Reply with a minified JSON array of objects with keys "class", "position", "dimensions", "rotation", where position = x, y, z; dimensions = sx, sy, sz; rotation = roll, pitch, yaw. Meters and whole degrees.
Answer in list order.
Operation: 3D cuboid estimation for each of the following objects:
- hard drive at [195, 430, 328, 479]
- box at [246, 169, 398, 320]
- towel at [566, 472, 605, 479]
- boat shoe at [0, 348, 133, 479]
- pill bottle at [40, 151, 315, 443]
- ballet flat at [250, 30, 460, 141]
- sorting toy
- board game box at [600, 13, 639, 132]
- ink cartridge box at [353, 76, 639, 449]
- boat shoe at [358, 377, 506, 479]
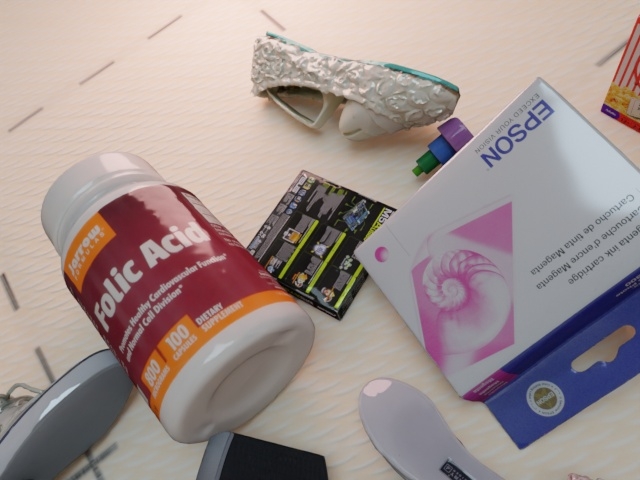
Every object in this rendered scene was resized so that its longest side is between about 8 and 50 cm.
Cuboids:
[{"class":"hard drive","position":[-0.064,0.338,0.593],"dimensions":[0.172,0.054,0.255],"rotation":[20,38,-14]},{"class":"box","position":[0.000,0.000,0.848],"dimensions":[0.184,0.045,0.191],"rotation":[26,70,20]},{"class":"towel","position":[0.347,0.438,0.500],"dimensions":[0.332,0.053,0.317],"rotation":[25,69,8]},{"class":"boat shoe","position":[-0.425,0.270,0.760],"dimensions":[0.156,0.136,0.367],"rotation":[38,86,29]},{"class":"pill bottle","position":[-0.211,0.058,0.760],"dimensions":[0.224,0.224,0.392],"rotation":[-42,63,-11]},{"class":"ballet flat","position":[0.038,-0.241,0.921],"dimensions":[0.409,0.147,0.147],"rotation":[27,71,32]},{"class":"sorting toy","position":[0.247,-0.016,0.784],"dimensions":[0.126,0.127,0.365],"rotation":[-40,62,16]},{"class":"board game box","position":[0.497,-0.223,0.772],"dimensions":[0.045,0.193,0.147],"rotation":[-42,62,-11]},{"class":"ink cartridge box","position":[0.251,0.034,0.659],"dimensions":[0.324,0.071,0.330],"rotation":[-45,66,21]},{"class":"boat shoe","position":[0.140,0.276,0.652],"dimensions":[0.095,0.084,0.258],"rotation":[-32,53,-20]}]
